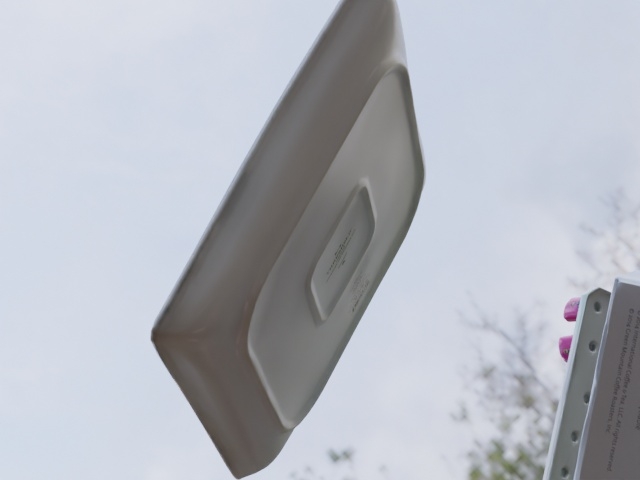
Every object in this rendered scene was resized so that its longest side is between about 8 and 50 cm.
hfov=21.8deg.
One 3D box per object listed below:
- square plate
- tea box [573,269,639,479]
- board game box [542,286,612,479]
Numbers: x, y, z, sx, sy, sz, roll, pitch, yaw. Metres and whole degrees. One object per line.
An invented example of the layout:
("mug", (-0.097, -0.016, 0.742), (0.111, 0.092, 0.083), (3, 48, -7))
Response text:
("square plate", (0.000, 0.000, 1.326), (0.347, 0.049, 0.344), (-61, -20, -19))
("tea box", (0.344, 0.202, 1.376), (0.323, 0.220, 0.329), (0, -78, -68))
("board game box", (0.371, 0.294, 1.751), (0.390, 0.050, 0.390), (24, -108, -29))
